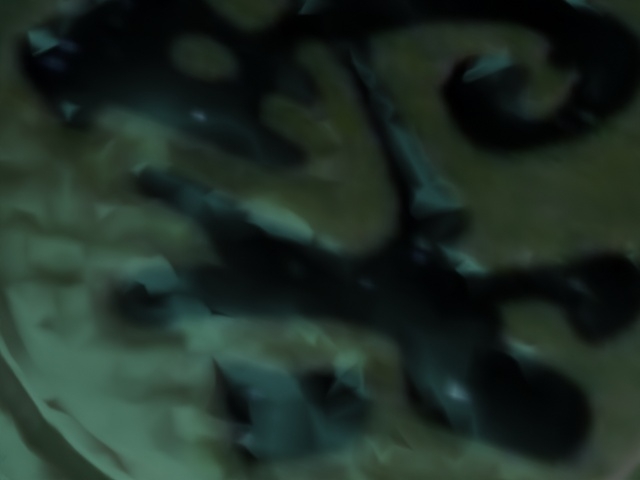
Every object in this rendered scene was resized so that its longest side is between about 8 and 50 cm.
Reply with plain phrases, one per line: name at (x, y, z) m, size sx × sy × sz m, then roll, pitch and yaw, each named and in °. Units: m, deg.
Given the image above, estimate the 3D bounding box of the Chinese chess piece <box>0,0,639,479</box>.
Chinese chess piece at (0.000, 0.000, 0.400) m, size 0.257 × 0.104 × 0.257 m, roll 5°, pitch 69°, yaw -14°
